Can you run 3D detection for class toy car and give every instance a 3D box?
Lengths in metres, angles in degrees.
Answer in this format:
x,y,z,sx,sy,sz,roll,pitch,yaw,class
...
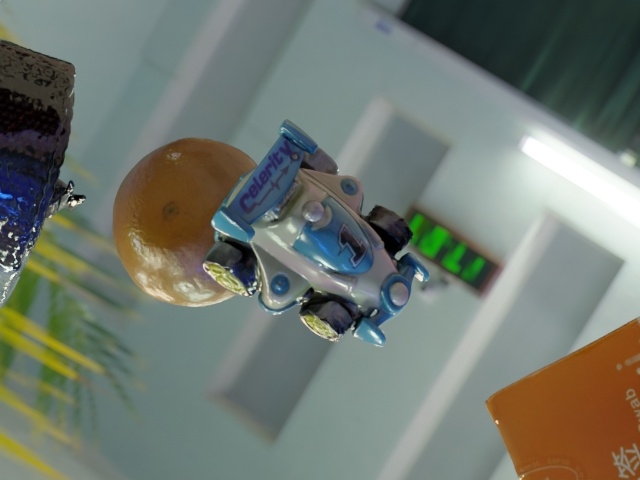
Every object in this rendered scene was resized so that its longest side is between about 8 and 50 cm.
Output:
x,y,z,sx,sy,sz,roll,pitch,yaw,class
0.000,0.000,1.385,0.161,0.126,0.098,35,163,7,toy car

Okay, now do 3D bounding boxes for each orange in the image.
x,y,z,sx,sy,sz,roll,pitch,yaw,class
-0.112,-0.015,1.725,0.156,0.156,0.124,35,-179,24,orange

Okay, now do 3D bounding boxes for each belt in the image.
x,y,z,sx,sy,sz,roll,pitch,yaw,class
-0.263,-0.046,1.463,0.164,0.184,0.289,14,161,-14,belt

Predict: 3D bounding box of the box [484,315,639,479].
x,y,z,sx,sy,sz,roll,pitch,yaw,class
0.326,0.155,1.500,0.143,0.341,0.225,4,-120,-55,box
